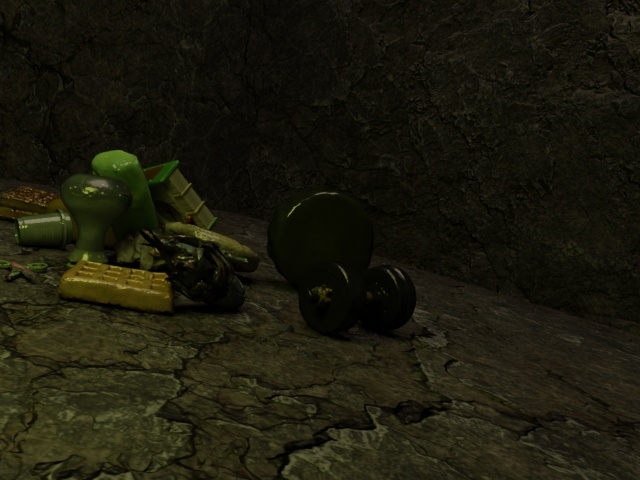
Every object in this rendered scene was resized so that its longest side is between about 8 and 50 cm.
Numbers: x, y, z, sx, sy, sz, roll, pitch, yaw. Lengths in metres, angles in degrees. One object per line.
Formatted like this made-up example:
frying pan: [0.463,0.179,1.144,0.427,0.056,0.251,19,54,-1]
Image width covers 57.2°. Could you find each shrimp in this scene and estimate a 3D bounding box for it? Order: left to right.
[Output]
shrimp: [-0.268,0.057,1.362,0.137,0.172,0.372,51,0,29]

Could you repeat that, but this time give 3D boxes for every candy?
candy: [-0.576,-0.111,1.766,0.132,0.344,0.142,-30,52,-25]

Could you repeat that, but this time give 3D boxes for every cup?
cup: [-0.811,-0.028,1.718,0.141,0.120,0.120,-9,18,-38]

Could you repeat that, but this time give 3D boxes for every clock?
clock: [-0.486,-0.113,1.905,0.219,0.106,0.255,-8,-51,36]

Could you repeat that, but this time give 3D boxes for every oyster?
oyster: [-0.484,0.034,1.671,0.197,0.133,0.337,1,5,-26]

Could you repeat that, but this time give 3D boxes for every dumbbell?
dumbbell: [0.099,0.148,1.532,0.185,0.185,0.388,17,6,43]

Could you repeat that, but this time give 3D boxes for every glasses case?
glasses case: [-0.728,-0.055,1.968,0.371,0.141,0.173,11,6,-11]

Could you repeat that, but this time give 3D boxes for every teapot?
teapot: [-0.611,-0.049,1.575,0.183,0.251,0.183,11,6,-1]

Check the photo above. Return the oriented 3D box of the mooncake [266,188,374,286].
mooncake: [0.000,0.000,1.970,0.356,0.357,0.194,11,8,-17]

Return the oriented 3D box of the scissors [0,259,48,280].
scissors: [-0.702,0.068,1.369,0.133,0.020,0.187,6,6,-30]

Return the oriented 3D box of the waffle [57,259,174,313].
waffle: [-0.459,0.104,1.361,0.247,0.055,0.221,11,5,-15]

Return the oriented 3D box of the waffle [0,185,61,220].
waffle: [-0.971,-0.111,2.131,0.307,0.091,0.213,14,11,-12]

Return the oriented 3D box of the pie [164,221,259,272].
pie: [-0.338,0.025,1.845,0.337,0.075,0.337,16,-17,5]
